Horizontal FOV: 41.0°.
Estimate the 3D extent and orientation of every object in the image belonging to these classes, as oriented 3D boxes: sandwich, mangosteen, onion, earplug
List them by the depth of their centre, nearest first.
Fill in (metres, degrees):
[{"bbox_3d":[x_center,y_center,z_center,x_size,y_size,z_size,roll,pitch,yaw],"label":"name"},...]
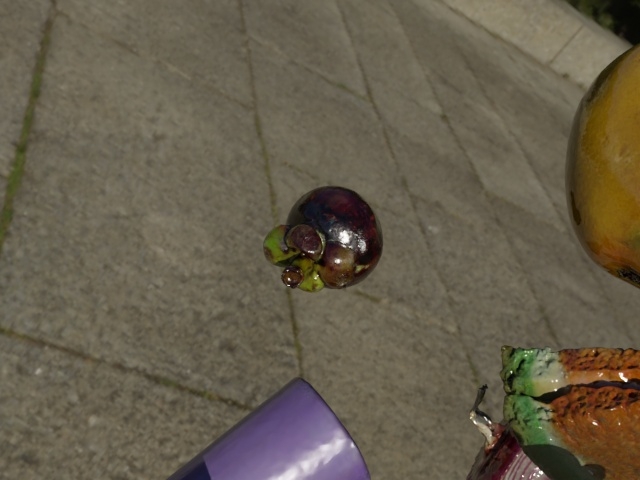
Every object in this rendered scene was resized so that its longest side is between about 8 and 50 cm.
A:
[{"bbox_3d":[0.352,0.226,0.961,0.292,0.212,0.109,51,41,-21],"label":"sandwich"},{"bbox_3d":[0.005,-0.002,1.331,0.184,0.172,0.172,-7,47,-19],"label":"mangosteen"},{"bbox_3d":[-0.154,0.431,1.371,0.456,0.215,0.215,-33,69,-16],"label":"earplug"},{"bbox_3d":[0.340,0.412,1.416,0.272,0.230,0.256,41,12,28],"label":"onion"}]

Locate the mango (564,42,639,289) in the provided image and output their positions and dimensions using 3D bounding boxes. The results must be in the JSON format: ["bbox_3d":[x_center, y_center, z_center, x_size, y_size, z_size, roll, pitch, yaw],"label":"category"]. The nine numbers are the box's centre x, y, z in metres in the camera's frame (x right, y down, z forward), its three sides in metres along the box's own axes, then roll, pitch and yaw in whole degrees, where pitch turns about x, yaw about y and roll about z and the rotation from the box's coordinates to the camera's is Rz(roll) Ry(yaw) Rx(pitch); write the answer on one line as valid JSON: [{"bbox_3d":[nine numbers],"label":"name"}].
[{"bbox_3d":[0.377,-0.090,0.938,0.173,0.211,0.317,48,46,-58],"label":"mango"}]
